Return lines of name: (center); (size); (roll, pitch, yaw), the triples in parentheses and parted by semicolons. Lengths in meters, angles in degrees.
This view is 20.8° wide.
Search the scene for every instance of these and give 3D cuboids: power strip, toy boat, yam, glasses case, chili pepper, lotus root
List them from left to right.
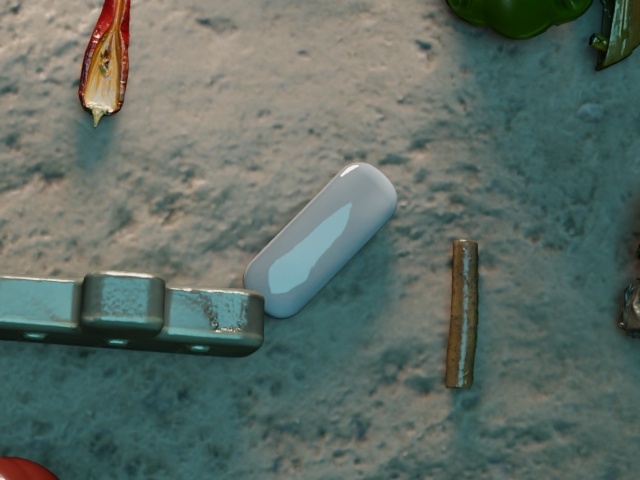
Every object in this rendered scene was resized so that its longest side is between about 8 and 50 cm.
chili pepper: (-0.203, -0.192, 1.670); (0.045, 0.027, 0.178); (9, 82, -13)
power strip: (-0.180, 0.065, 1.560); (0.265, 0.193, 0.059); (5, 80, -8)
glasses case: (0.000, 0.000, 1.673); (0.067, 0.045, 0.178); (45, 78, -2)
yam: (0.139, 0.072, 1.696); (0.032, 0.032, 0.145); (4, 82, -9)
lotus root: (0.183, -0.290, 1.650); (0.186, 0.186, 0.186); (1, 83, -10)
toy boat: (0.285, -0.283, 1.749); (0.088, 0.068, 0.226); (3, 86, -4)

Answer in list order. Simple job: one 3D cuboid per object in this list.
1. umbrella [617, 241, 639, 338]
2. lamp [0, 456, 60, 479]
umbrella: (0.375, -0.066, 1.716); (0.113, 0.106, 0.358); (11, 82, -5)
lamp: (-0.289, 0.297, 1.503); (0.227, 0.227, 0.227); (1, 83, -10)
